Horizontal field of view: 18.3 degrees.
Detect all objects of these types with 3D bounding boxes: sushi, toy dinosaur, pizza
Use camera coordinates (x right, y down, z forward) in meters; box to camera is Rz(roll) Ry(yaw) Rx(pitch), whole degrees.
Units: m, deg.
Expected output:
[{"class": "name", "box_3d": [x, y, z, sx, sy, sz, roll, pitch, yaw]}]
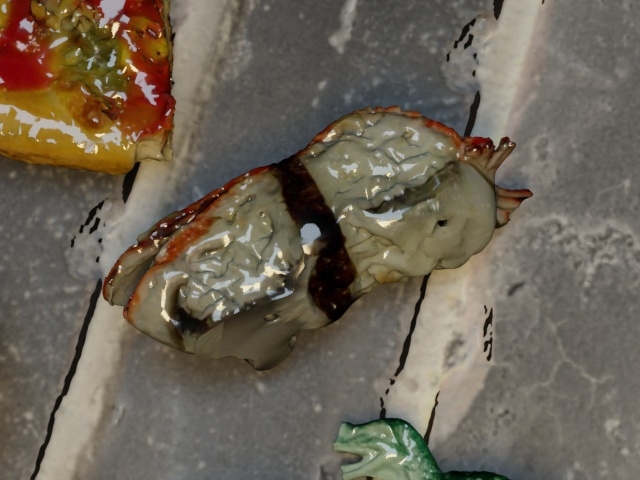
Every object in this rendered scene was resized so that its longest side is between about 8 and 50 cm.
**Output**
[{"class": "sushi", "box_3d": [0.000, 0.000, 1.527, 0.332, 0.124, 0.130, -30, 59, -7]}, {"class": "toy dinosaur", "box_3d": [0.149, 0.247, 1.408, 0.383, 0.076, 0.129, 25, 103, 32]}, {"class": "pizza", "box_3d": [-0.257, -0.278, 1.649, 0.439, 0.130, 0.406, 25, 75, 12]}]
